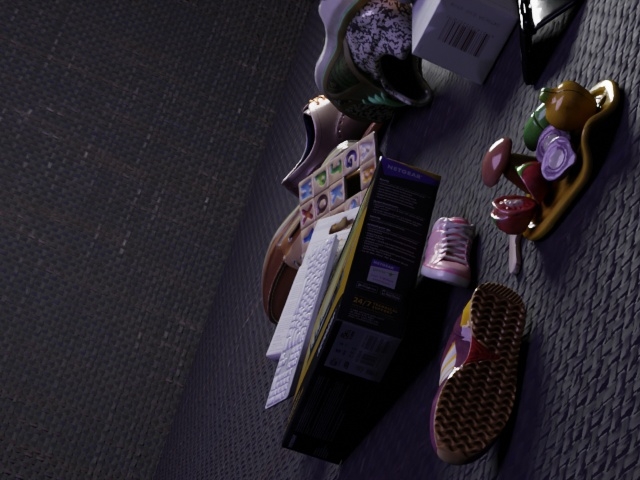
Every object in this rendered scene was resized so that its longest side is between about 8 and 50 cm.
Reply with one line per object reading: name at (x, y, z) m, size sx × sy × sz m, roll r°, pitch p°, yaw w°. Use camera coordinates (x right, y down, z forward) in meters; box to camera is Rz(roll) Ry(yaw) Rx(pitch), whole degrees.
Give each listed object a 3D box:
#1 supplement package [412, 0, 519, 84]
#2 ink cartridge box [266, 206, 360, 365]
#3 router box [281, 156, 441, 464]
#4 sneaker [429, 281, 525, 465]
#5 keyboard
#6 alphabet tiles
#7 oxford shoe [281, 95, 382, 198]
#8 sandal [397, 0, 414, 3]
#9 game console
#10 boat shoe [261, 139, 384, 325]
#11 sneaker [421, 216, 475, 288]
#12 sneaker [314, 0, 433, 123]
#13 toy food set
supplement package at (0.187, -0.301, 1.928) m, size 0.179 × 0.105 × 0.105 m, roll -84°, pitch 19°, yaw -60°
ink cartridge box at (0.019, 0.066, 2.061) m, size 0.181 × 0.056 × 0.224 m, roll -17°, pitch 47°, yaw 59°
router box at (0.046, 0.089, 1.756) m, size 0.309 × 0.081 × 0.243 m, roll 111°, pitch 176°, yaw -52°
sneaker at (0.137, 0.130, 1.314) m, size 0.084 × 0.070 × 0.185 m, roll 110°, pitch -177°, yaw -55°
keyboard at (-0.025, 0.110, 2.019) m, size 0.072 × 0.014 × 0.256 m, roll -27°, pitch 40°, yaw 54°
alphabet tiles at (0.029, -0.013, 2.121) m, size 0.198 × 0.009 × 0.237 m, roll -32°, pitch 53°, yaw 49°
oxford shoe at (0.048, -0.229, 2.482) m, size 0.130 × 0.133 × 0.363 m, roll 157°, pitch 135°, yaw -78°
sandal at (0.159, -0.397, 2.079) m, size 0.265 × 0.076 × 0.102 m, roll -19°, pitch -36°, yaw -55°
game console at (0.261, -0.248, 1.663) m, size 0.122 × 0.071 × 0.107 m, roll -81°, pitch -14°, yaw -58°
boat shoe at (0.000, 0.000, 2.258) m, size 0.120 × 0.123 × 0.324 m, roll -96°, pitch 29°, yaw -66°
sneaker at (0.142, 0.010, 1.599) m, size 0.134 × 0.051 × 0.070 m, roll -105°, pitch 33°, yaw -82°
sneaker at (0.094, -0.251, 2.223) m, size 0.158 × 0.182 × 0.410 m, roll -30°, pitch -20°, yaw -6°
toy food set at (0.200, -0.073, 1.392) m, size 0.128 × 0.071 × 0.218 m, roll -77°, pitch 12°, yaw -46°
